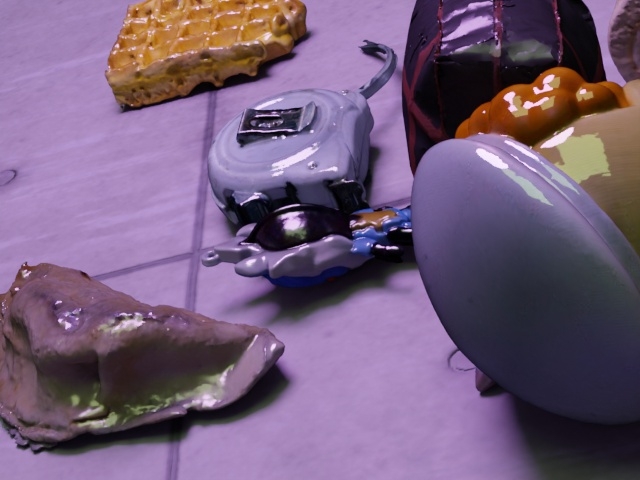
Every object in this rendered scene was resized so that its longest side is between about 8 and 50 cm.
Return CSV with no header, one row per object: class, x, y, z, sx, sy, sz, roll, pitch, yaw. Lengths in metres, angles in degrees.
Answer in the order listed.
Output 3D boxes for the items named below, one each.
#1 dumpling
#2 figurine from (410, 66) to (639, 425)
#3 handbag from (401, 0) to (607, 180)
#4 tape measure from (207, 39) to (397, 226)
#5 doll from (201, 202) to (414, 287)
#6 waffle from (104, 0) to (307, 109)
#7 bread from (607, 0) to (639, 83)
dumpling,-0.193,0.078,1.102,0.332,0.086,0.166,10,41,43
figurine,0.250,-0.011,0.872,0.382,0.224,0.205,-15,38,7
handbag,0.140,-0.095,1.057,0.155,0.215,0.169,-1,41,13
tape measure,-0.014,-0.127,1.292,0.164,0.084,0.330,-7,37,11
doll,0.000,0.000,1.122,0.195,0.070,0.096,-8,28,3
waffle,-0.114,-0.222,1.501,0.211,0.055,0.160,-13,36,12
bread,0.325,-0.200,1.176,0.148,0.134,0.141,9,42,17
